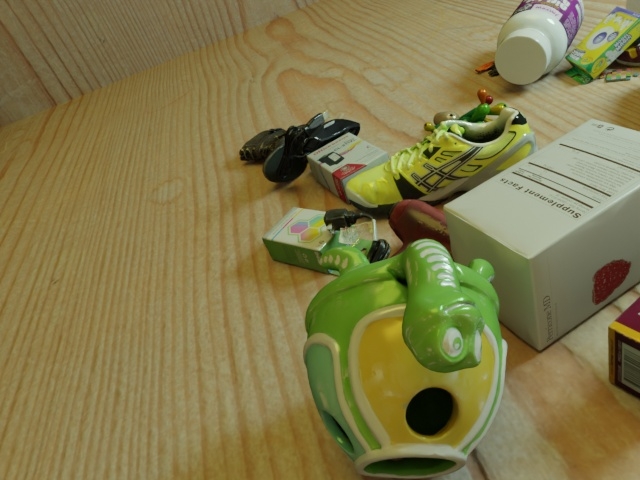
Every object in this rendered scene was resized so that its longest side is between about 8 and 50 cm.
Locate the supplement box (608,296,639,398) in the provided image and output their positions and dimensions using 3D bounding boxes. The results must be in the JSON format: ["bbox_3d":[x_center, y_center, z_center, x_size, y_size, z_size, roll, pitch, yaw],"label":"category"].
[{"bbox_3d":[0.437,0.100,0.647,0.188,0.104,0.080,-34,37,-18],"label":"supplement box"}]

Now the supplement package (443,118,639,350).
[{"bbox_3d":[0.357,-0.018,0.786,0.292,0.178,0.175,-30,36,-12],"label":"supplement package"}]

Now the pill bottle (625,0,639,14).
[{"bbox_3d":[0.896,-0.658,1.467,0.120,0.067,0.067,-31,35,-13],"label":"pill bottle"}]

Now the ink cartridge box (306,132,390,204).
[{"bbox_3d":[0.065,-0.169,1.245,0.127,0.072,0.175,-31,36,-12],"label":"ink cartridge box"}]

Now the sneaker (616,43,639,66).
[{"bbox_3d":[0.767,-0.446,1.232,0.185,0.084,0.069,19,51,43],"label":"sneaker"}]

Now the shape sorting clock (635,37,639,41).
[{"bbox_3d":[0.781,-0.520,1.321,0.206,0.040,0.206,-19,18,6],"label":"shape sorting clock"}]

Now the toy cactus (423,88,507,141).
[{"bbox_3d":[0.312,-0.274,1.246,0.219,0.112,0.180,-36,26,-5],"label":"toy cactus"}]

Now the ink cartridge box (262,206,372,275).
[{"bbox_3d":[0.000,0.000,1.058,0.209,0.062,0.109,12,46,39],"label":"ink cartridge box"}]

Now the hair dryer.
[{"bbox_3d":[0.145,0.032,0.939,0.293,0.080,0.224,-9,63,15],"label":"hair dryer"}]

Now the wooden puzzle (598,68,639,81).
[{"bbox_3d":[0.690,-0.383,1.256,0.083,0.006,0.049,2,41,31],"label":"wooden puzzle"}]

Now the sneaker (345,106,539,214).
[{"bbox_3d":[0.229,-0.162,1.082,0.384,0.147,0.145,-15,37,12],"label":"sneaker"}]

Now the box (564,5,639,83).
[{"bbox_3d":[0.663,-0.458,1.281,0.179,0.043,0.105,-48,27,22],"label":"box"}]

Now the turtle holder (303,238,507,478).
[{"bbox_3d":[0.113,0.135,0.619,0.320,0.243,0.228,-40,39,46],"label":"turtle holder"}]

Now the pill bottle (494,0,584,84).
[{"bbox_3d":[0.551,-0.522,1.380,0.169,0.169,0.301,7,43,35],"label":"pill bottle"}]

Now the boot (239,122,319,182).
[{"bbox_3d":[-0.132,-0.231,1.443,0.228,0.091,0.263,1,36,38],"label":"boot"}]

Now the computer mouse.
[{"bbox_3d":[-0.002,-0.261,1.296,0.262,0.184,0.060,-31,72,-28],"label":"computer mouse"}]

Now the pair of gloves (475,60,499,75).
[{"bbox_3d":[0.478,-0.475,1.494,0.074,0.010,0.083,-29,38,-13],"label":"pair of gloves"}]
